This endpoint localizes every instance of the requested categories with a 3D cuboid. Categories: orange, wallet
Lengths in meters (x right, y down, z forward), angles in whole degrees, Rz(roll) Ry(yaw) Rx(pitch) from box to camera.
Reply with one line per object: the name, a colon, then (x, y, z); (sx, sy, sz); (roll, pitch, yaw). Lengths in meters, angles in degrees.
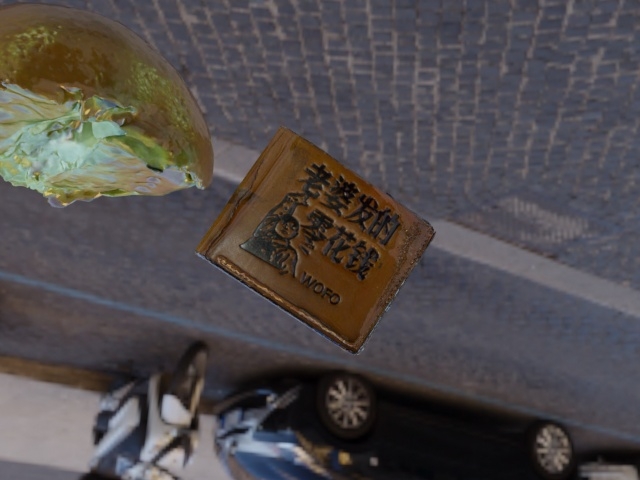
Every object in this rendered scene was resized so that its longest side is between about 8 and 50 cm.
orange: (-0.264, -0.143, 1.117); (0.334, 0.196, 0.262); (29, 170, -28)
wallet: (0.001, -0.001, 1.015); (0.195, 0.161, 0.042); (34, 171, -10)
